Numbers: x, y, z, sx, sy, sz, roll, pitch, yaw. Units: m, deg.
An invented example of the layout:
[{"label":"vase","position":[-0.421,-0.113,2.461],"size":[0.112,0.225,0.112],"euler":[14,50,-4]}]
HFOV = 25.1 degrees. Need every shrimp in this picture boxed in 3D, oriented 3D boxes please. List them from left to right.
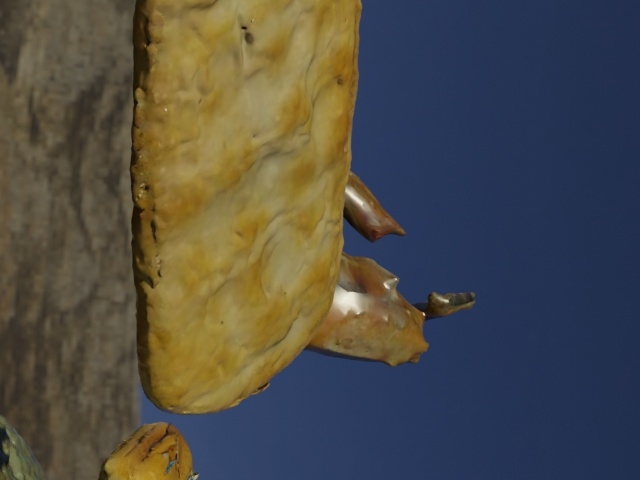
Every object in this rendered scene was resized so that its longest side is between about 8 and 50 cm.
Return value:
[{"label":"shrimp","position":[0.002,-0.001,0.757],"size":[0.052,0.187,0.132],"euler":[-27,-140,49]}]

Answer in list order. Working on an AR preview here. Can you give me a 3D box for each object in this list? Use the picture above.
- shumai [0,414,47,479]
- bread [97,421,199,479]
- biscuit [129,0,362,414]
[{"label":"shumai","position":[-0.291,0.251,1.035],"size":[0.222,0.204,0.271],"euler":[-113,-173,-55]},{"label":"bread","position":[-0.142,0.194,1.198],"size":[0.053,0.106,0.072],"euler":[-32,-84,21]},{"label":"biscuit","position":[-0.024,-0.040,0.527],"size":[0.029,0.118,0.247],"euler":[22,-52,27]}]
